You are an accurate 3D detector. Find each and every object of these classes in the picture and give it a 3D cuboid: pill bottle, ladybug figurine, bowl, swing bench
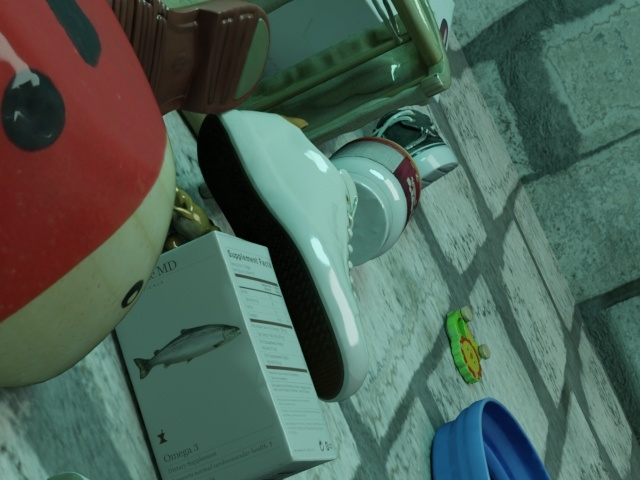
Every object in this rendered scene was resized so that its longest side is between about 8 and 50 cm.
[{"bbox_3d":[0.044,-0.043,1.675,0.121,0.121,0.221,64,16,-8],"label":"pill bottle"},{"bbox_3d":[-0.223,-0.116,0.823,0.449,0.162,0.305,56,19,-33],"label":"ladybug figurine"},{"bbox_3d":[0.246,0.389,1.804,0.391,0.077,0.391,56,18,-30],"label":"bowl"},{"bbox_3d":[-0.037,-0.211,1.403,0.254,0.253,0.165,64,16,-11],"label":"swing bench"}]

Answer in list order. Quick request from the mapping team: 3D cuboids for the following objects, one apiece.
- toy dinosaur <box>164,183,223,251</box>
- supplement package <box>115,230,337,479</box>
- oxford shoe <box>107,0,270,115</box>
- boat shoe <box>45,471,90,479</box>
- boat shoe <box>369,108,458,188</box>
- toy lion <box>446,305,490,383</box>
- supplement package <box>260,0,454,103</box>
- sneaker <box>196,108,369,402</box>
[{"bbox_3d":[-0.097,0.006,1.249,0.211,0.064,0.112,57,17,-32],"label":"toy dinosaur"},{"bbox_3d":[-0.076,0.098,1.107,0.105,0.105,0.179,19,49,-69],"label":"supplement package"},{"bbox_3d":[-0.179,-0.155,1.180,0.348,0.130,0.123,-7,115,-62],"label":"oxford shoe"},{"bbox_3d":[-0.119,0.236,0.814,0.081,0.079,0.227,45,23,-43],"label":"boat shoe"},{"bbox_3d":[0.117,-0.125,2.091,0.119,0.121,0.335,58,5,-2],"label":"boat shoe"},{"bbox_3d":[0.207,0.153,2.108,0.100,0.034,0.096,65,23,-4],"label":"toy lion"},{"bbox_3d":[0.006,-0.273,1.661,0.262,0.204,0.145,46,48,-51],"label":"supplement package"},{"bbox_3d":[0.000,0.000,1.254,0.123,0.106,0.290,-5,58,-31],"label":"sneaker"}]
